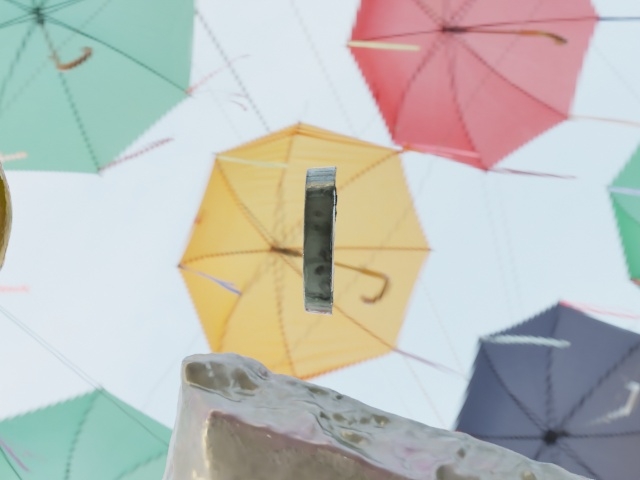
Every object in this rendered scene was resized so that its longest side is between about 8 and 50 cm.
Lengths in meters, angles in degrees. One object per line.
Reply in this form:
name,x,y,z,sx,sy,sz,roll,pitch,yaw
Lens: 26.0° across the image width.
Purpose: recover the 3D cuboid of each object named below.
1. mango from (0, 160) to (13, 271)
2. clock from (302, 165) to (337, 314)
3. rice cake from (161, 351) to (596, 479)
mango,-0.296,-0.034,1.131,0.066,0.101,0.187,-6,-86,-52
clock,0.000,0.000,0.776,0.017,0.085,0.085,1,-81,2
rice cake,0.086,0.124,0.395,0.298,0.050,0.106,17,-71,13
